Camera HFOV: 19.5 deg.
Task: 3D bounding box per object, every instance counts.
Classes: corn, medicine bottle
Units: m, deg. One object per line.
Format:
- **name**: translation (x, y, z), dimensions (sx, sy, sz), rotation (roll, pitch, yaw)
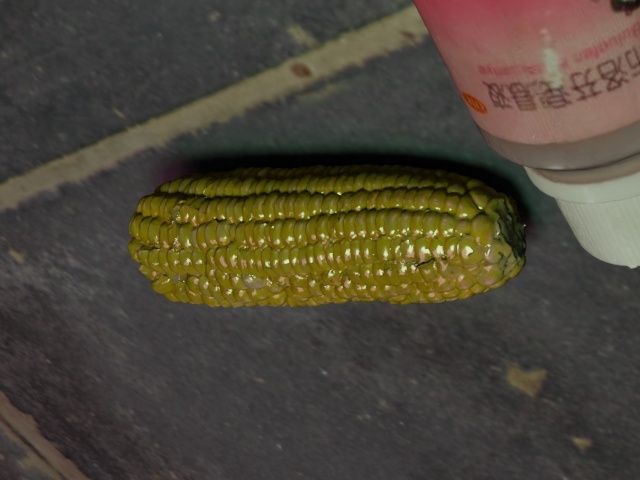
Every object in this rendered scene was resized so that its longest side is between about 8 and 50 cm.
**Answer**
- **corn**: translation (0.000, 0.000, 1.187), dimensions (0.292, 0.101, 0.101), rotation (2, 135, 36)
- **medicine bottle**: translation (0.128, -0.108, 0.909), dimensions (0.147, 0.147, 0.247), rotation (0, 134, 39)
